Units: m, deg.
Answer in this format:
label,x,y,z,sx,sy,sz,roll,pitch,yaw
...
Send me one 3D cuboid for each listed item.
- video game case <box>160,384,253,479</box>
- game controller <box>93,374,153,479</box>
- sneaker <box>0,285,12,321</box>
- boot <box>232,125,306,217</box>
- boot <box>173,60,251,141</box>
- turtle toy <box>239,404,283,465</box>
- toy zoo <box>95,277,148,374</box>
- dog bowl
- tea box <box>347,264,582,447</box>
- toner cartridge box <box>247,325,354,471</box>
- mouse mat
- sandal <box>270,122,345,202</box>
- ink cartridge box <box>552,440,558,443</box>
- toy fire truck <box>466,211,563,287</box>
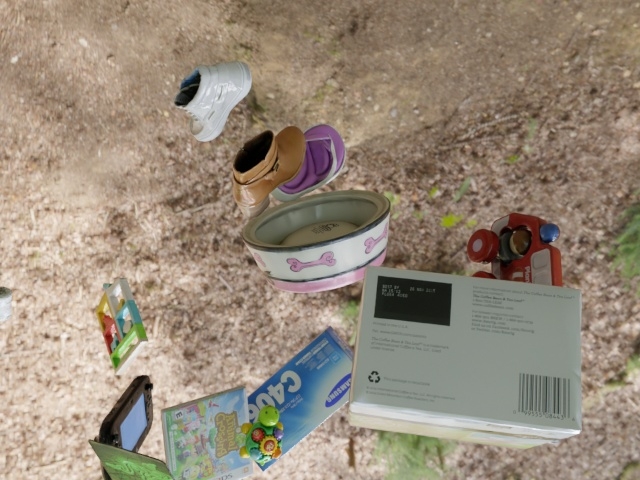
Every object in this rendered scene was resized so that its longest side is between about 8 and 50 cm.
label,x,y,z,sx,sy,sz,roll,pitch,yaw
video game case,-0.241,0.439,1.365,0.193,0.023,0.213,-10,102,-33
game controller,-0.489,0.475,1.611,0.067,0.319,0.167,-9,103,5
sneaker,-0.976,0.187,1.761,0.232,0.090,0.115,6,112,6
boot,-0.124,-0.209,1.502,0.283,0.109,0.220,-54,166,-20
boot,-0.252,-0.289,1.313,0.123,0.095,0.258,-9,162,-36
turtle toy,-0.117,0.414,1.341,0.095,0.066,0.130,5,87,-25
toy zoo,-0.653,0.258,2.045,0.030,0.293,0.192,6,136,-46
dog bowl,0.000,0.000,1.715,0.407,0.408,0.151,-18,111,-13
tea box,0.220,0.208,1.056,0.328,0.220,0.323,6,159,6
toner cartridge box,-0.057,0.383,1.535,0.348,0.075,0.165,-42,85,8
mouse mat,-0.351,0.446,1.211,0.189,0.007,0.153,5,129,24
sandal,-0.016,-0.237,1.837,0.169,0.416,0.102,46,132,-7
ink cartridge box,0.525,0.377,1.689,0.185,0.311,0.065,-13,155,40
toy fire truck,0.526,0.066,1.648,0.169,0.302,0.254,18,156,-26
